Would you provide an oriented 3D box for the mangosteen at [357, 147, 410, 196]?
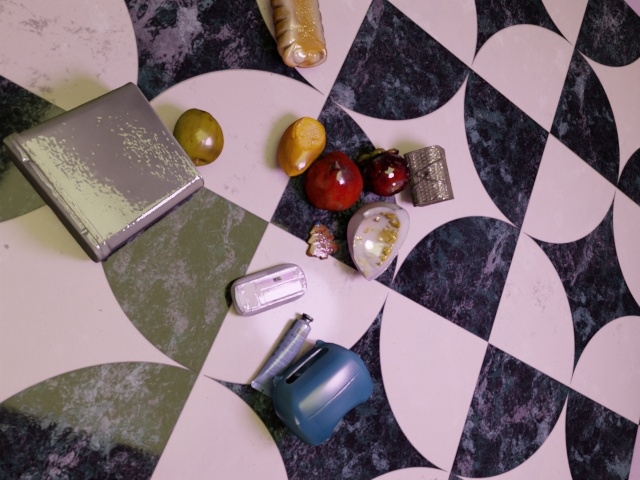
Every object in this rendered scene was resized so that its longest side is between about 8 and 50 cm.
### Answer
[{"bbox_3d":[0.220,-0.243,1.633,0.166,0.166,0.180,-11,65,-26],"label":"mangosteen"}]

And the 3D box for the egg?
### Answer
[{"bbox_3d":[0.175,-0.025,1.579,0.206,0.161,0.271,-14,129,-50],"label":"egg"}]

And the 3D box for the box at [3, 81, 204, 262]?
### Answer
[{"bbox_3d":[-0.547,-0.182,1.241,0.344,0.177,0.352,-39,101,-25],"label":"box"}]

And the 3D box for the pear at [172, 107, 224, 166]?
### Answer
[{"bbox_3d":[-0.350,-0.296,1.360,0.148,0.149,0.162,7,78,-25],"label":"pear"}]

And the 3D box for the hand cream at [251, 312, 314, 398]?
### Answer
[{"bbox_3d":[-0.109,0.348,1.460,0.091,0.058,0.271,41,72,-29],"label":"hand cream"}]

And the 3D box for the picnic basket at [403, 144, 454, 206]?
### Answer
[{"bbox_3d":[0.385,-0.226,1.681,0.154,0.134,0.196,-5,85,-67],"label":"picnic basket"}]

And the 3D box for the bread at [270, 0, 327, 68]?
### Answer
[{"bbox_3d":[-0.077,-0.723,1.553,0.172,0.121,0.311,-6,87,-29],"label":"bread"}]

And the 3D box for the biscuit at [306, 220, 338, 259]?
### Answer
[{"bbox_3d":[0.000,0.000,1.566,0.119,0.019,0.130,-14,90,-26],"label":"biscuit"}]

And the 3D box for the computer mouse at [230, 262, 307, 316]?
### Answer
[{"bbox_3d":[-0.158,0.151,1.453,0.245,0.056,0.126,-18,92,-26],"label":"computer mouse"}]

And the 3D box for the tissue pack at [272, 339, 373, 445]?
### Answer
[{"bbox_3d":[-0.001,0.441,1.416,0.287,0.198,0.206,-37,106,-23],"label":"tissue pack"}]

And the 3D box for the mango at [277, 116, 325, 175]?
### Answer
[{"bbox_3d":[-0.064,-0.291,1.508,0.141,0.102,0.217,17,62,1],"label":"mango"}]

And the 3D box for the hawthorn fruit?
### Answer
[{"bbox_3d":[0.042,-0.199,1.503,0.189,0.251,0.190,2,65,-5],"label":"hawthorn fruit"}]
